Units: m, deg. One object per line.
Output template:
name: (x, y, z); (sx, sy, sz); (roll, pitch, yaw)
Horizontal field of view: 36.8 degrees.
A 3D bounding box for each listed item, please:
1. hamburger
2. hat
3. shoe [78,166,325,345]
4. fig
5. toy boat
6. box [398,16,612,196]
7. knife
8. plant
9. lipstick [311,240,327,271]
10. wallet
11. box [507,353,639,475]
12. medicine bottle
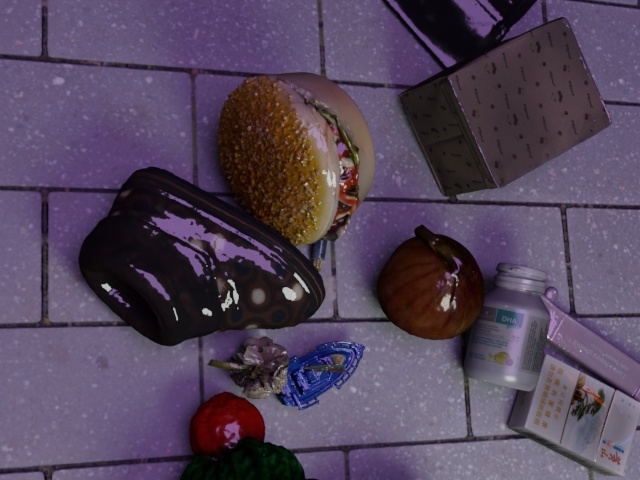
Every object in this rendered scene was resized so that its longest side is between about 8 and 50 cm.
hamburger: (-0.051, -0.137, 1.576); (0.170, 0.302, 0.302); (-28, 91, -40)
hat: (-0.117, 0.386, 1.481); (0.274, 0.242, 0.332); (-19, 66, 3)
shoe: (-0.190, 0.068, 1.544); (0.384, 0.171, 0.237); (32, 64, -11)
fig: (0.197, 0.072, 1.681); (0.205, 0.205, 0.205); (4, 78, -20)
toy boat: (0.010, 0.218, 1.626); (0.175, 0.110, 0.091); (-26, 90, -25)
box: (0.338, -0.244, 1.787); (0.297, 0.190, 0.225); (-29, 98, -25)
knife: (0.518, 0.214, 1.852); (0.398, 0.038, 0.132); (33, 81, -8)
plant: (-0.117, 0.204, 1.573); (0.122, 0.116, 0.104); (14, 78, -33)
lipstick: (0.000, 0.000, 1.706); (0.037, 0.037, 0.116); (10, 79, -19)
wallet: (0.294, -0.499, 1.912); (0.247, 0.041, 0.323); (46, 73, -5)
box: (0.479, 0.329, 1.805); (0.233, 0.067, 0.149); (27, 72, -14)
medicine bottle: (0.342, 0.153, 1.734); (0.135, 0.135, 0.215); (14, 86, -18)
